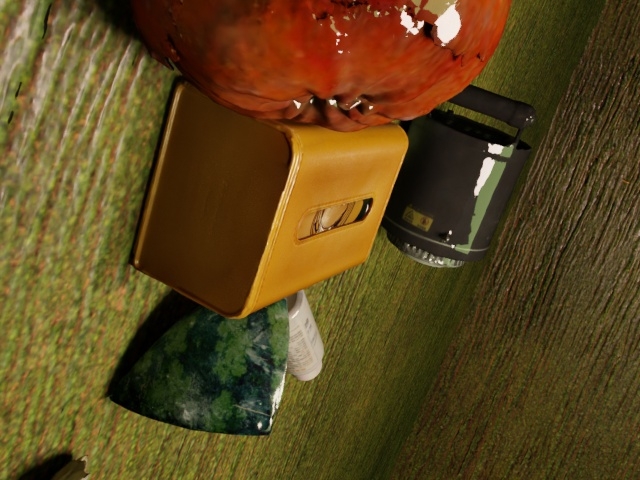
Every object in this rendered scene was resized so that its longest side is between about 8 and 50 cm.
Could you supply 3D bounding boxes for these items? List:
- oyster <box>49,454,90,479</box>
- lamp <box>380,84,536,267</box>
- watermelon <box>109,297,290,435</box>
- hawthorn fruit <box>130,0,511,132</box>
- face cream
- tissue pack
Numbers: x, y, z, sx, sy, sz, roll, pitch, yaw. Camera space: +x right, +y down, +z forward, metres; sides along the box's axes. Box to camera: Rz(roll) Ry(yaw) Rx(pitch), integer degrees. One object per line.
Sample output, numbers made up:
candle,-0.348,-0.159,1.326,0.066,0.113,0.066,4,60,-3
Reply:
oyster,-0.290,0.309,0.650,0.232,0.107,0.161,-66,163,-54
lamp,0.218,-0.089,1.174,0.374,0.205,0.272,14,98,-79
watermelon,-0.128,0.111,0.781,0.136,0.202,0.207,35,65,-30
hawthorn fruit,0.009,-0.235,0.501,0.276,0.276,0.307,-14,112,-63
face cream,-0.043,0.140,1.018,0.082,0.082,0.269,-55,158,-20
tissue pack,-0.037,-0.054,0.732,0.274,0.145,0.194,-21,131,-61
